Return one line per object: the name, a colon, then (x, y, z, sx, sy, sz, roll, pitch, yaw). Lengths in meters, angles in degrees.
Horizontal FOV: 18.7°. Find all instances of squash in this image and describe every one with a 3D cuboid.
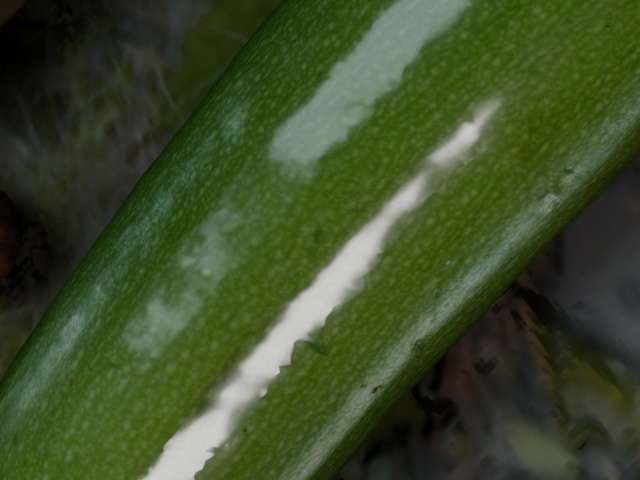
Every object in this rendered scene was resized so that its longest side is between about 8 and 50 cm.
squash: (0.000, 0.000, 0.566, 0.395, 0.107, 0.107, -50, 45, 18)

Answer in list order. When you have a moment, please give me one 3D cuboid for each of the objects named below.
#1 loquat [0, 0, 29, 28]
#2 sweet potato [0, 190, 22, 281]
loquat: (-0.202, -0.165, 0.782, 0.179, 0.179, 0.227, -49, 66, 17)
sweet potato: (-0.175, -0.020, 0.795, 0.214, 0.050, 0.050, 25, 91, 53)
